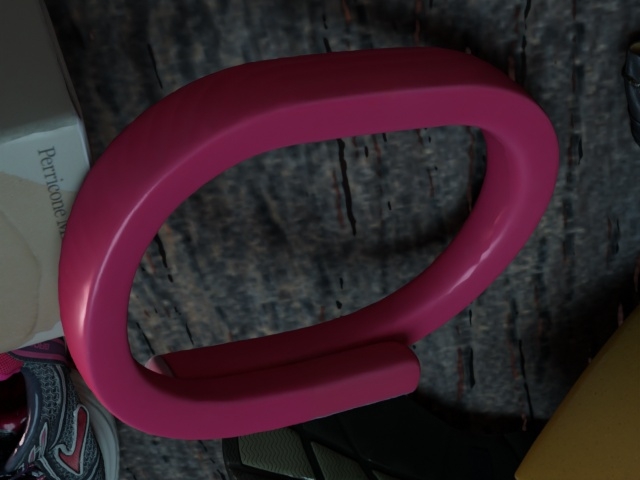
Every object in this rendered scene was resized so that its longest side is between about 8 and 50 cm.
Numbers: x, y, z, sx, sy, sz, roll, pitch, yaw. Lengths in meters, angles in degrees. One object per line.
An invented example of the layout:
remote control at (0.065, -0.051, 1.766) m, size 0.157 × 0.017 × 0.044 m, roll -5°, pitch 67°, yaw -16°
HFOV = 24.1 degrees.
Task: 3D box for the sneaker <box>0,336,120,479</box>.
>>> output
sneaker at (-0.198, 0.116, 0.924) m, size 0.120 × 0.112 × 0.299 m, roll -5°, pitch 136°, yaw 1°

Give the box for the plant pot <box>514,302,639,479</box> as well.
plant pot at (0.243, 0.164, 0.890) m, size 0.187 × 0.212 × 0.212 m, roll -35°, pitch 132°, yaw -1°

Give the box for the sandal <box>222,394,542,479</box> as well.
sandal at (0.073, 0.175, 1.006) m, size 0.302 × 0.120 × 0.086 m, roll 16°, pitch 146°, yaw -19°

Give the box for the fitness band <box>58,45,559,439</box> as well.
fitness band at (0.000, 0.000, 0.775) m, size 0.290 × 0.054 × 0.209 m, roll -10°, pitch 129°, yaw -34°

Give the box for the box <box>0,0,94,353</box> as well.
box at (-0.265, -0.005, 0.735) m, size 0.311 × 0.121 × 0.148 m, roll -16°, pitch 136°, yaw -9°

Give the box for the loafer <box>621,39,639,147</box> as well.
loafer at (0.241, -0.094, 0.775) m, size 0.170 × 0.062 × 0.061 m, roll -17°, pitch 129°, yaw 12°
